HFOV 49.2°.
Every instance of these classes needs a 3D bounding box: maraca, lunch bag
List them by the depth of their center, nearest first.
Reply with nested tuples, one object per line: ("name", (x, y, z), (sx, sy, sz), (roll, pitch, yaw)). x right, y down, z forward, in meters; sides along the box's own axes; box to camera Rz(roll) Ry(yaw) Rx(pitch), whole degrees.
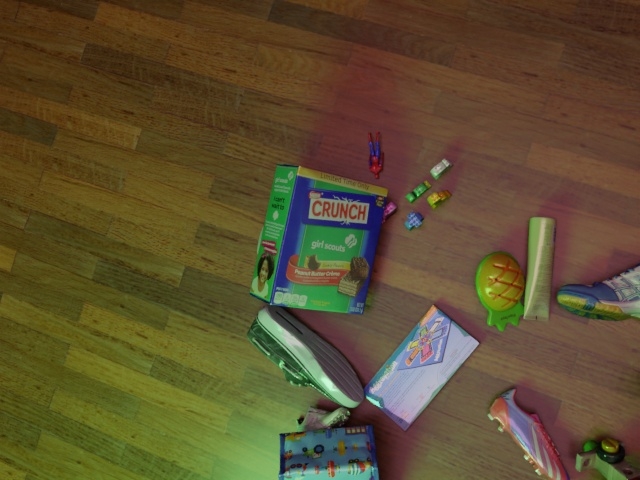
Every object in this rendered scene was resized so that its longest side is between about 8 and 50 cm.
("maraca", (0.423, 0.117, 1.631), (0.127, 0.099, 0.185), (-15, 98, -16))
("lunch bag", (0.028, 0.593, 1.645), (0.221, 0.138, 0.293), (-5, 120, 1))

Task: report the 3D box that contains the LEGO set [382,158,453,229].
("LEGO set", (0.246, -0.100, 1.689), (0.227, 0.093, 0.087), (-41, 79, 7))

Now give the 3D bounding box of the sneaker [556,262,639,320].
("sneaker", (0.687, 0.114, 1.578), (0.297, 0.112, 0.130), (7, 76, 7))

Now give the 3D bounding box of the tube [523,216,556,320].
("tube", (0.509, 0.066, 1.629), (0.070, 0.062, 0.240), (4, 86, 6))

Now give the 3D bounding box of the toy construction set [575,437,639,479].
("toy construction set", (0.621, 0.579, 1.512), (0.309, 0.257, 0.237), (-34, 34, -7))

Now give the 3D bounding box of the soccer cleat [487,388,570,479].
("soccer cleat", (0.492, 0.455, 1.601), (0.095, 0.083, 0.248), (-43, 75, 2))

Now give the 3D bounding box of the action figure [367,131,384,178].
("action figure", (0.138, -0.213, 1.756), (0.038, 0.030, 0.115), (-2, 90, 18))

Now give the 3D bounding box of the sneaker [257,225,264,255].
("sneaker", (-0.099, -0.055, 1.736), (0.094, 0.151, 0.255), (29, 94, 12))

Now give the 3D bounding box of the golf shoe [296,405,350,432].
("golf shoe", (-0.003, 0.435, 1.699), (0.176, 0.069, 0.086), (-43, 62, 32))

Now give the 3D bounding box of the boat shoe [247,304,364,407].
("boat shoe", (-0.039, 0.301, 1.728), (0.335, 0.121, 0.119), (43, 115, 14))

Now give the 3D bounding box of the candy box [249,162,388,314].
("candy box", (0.000, 0.000, 1.642), (0.122, 0.268, 0.317), (12, 92, 56))

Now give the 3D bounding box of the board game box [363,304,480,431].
("board game box", (0.240, 0.308, 1.694), (0.145, 0.027, 0.281), (40, 95, 12))
